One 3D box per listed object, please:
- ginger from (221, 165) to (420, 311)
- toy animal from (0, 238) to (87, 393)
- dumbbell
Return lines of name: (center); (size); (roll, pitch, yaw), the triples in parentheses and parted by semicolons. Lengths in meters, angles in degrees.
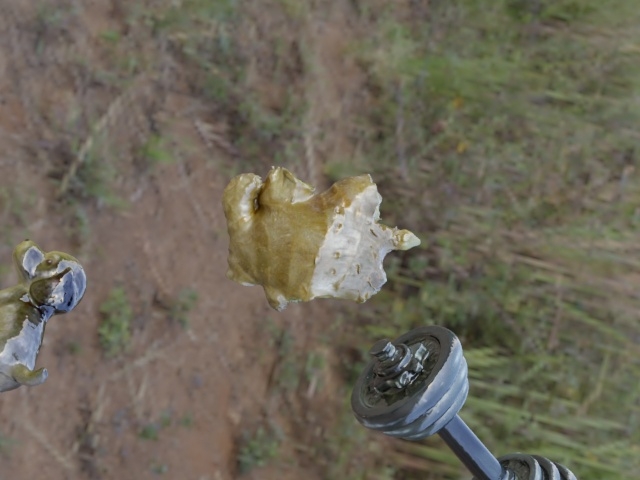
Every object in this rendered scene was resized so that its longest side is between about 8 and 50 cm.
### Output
ginger: (0.000, 0.000, 1.502); (0.102, 0.216, 0.157); (67, 24, -86)
toy animal: (-0.404, 0.104, 1.810); (0.233, 0.169, 0.121); (-81, 158, -47)
dumbbell: (0.199, 0.281, 1.885); (0.179, 0.406, 0.179); (-34, -158, 16)
